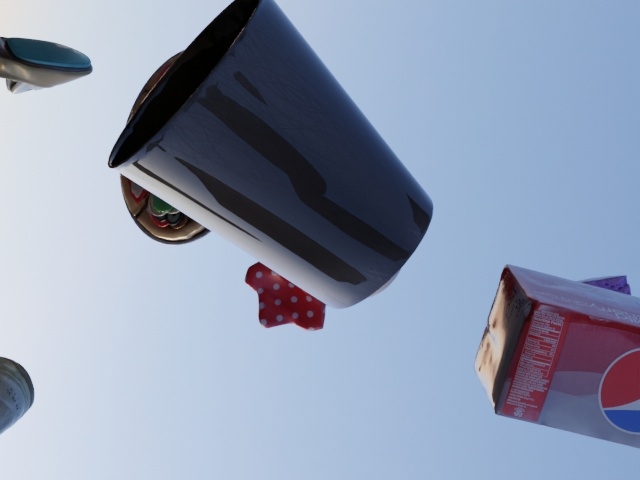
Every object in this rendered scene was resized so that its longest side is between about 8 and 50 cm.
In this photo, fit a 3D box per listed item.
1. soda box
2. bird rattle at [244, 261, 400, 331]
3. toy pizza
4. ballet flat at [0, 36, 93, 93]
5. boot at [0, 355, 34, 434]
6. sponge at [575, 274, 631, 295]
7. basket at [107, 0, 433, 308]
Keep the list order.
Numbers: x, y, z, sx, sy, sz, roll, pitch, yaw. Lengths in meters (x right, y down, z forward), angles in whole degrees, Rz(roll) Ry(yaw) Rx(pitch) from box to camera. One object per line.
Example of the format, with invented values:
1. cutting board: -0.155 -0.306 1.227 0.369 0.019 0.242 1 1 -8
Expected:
1. soda box: 0.243 0.094 0.895 0.092 0.263 0.083 -102 -153 -75
2. bird rattle: 0.000 0.000 1.543 0.207 0.143 0.254 12 -66 31
3. toy pizza: -0.137 -0.096 1.298 0.201 0.032 0.201 -10 -106 40
4. ballet flat: -0.406 -0.224 1.670 0.073 0.232 0.080 -65 -151 27
5. boot: -0.350 0.153 1.034 0.165 0.213 0.077 -71 156 -65
6. sponge: 0.323 0.072 1.726 0.210 0.117 0.031 93 -15 -87
7. basket: -0.028 -0.063 1.090 0.154 0.227 0.204 -20 -146 54
